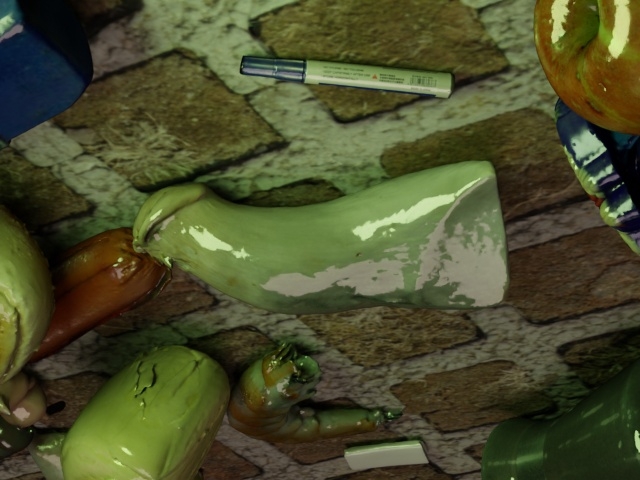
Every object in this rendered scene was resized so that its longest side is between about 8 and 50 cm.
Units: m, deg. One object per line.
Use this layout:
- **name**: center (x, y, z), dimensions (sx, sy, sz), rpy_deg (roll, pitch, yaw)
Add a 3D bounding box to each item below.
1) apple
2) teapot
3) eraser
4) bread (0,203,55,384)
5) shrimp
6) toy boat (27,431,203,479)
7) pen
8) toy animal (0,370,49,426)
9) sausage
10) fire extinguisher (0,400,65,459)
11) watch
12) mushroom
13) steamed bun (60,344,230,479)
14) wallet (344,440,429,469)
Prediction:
- **apple**: center (0.278, -0.179, 1.091), dimensions (0.196, 0.196, 0.196), rpy_deg (0, 148, 0)
- **teapot**: center (0.417, 0.288, 1.832), dimensions (0.300, 0.253, 0.344), rpy_deg (-15, 172, -43)
- **eraser**: center (-0.369, -0.116, 1.199), dimensions (0.332, 0.102, 0.155), rpy_deg (-26, 151, 10)
- **bread**: center (-0.436, 0.038, 1.460), dimensions (0.305, 0.159, 0.305), rpy_deg (3, 138, 3)
- **shrimp**: center (-0.030, 0.236, 1.872), dimensions (0.185, 0.068, 0.287), rpy_deg (-22, 142, 25)
- **toy boat**: center (-0.319, 0.398, 2.115), dimensions (0.276, 0.111, 0.293), rpy_deg (-1, 139, -12)
- **pen**: center (0.025, -0.156, 1.284), dimensions (0.204, 0.025, 0.025), rpy_deg (5, 148, -6)
- **toy animal**: center (-0.419, 0.211, 1.827), dimensions (0.083, 0.089, 0.150), rpy_deg (-20, 152, 24)
- **sausage**: center (-0.299, 0.066, 1.579), dimensions (0.102, 0.102, 0.330), rpy_deg (28, 140, -37)
- **fire extinguisher**: center (-0.480, 0.288, 1.971), dimensions (0.267, 0.072, 0.089), rpy_deg (-27, 174, 36)
- **watch**: center (0.335, -0.102, 1.259), dimensions (0.200, 0.171, 0.196), rpy_deg (-31, 150, 24)
- **mushroom**: center (-0.001, 0.000, 1.446), dimensions (0.397, 0.126, 0.177), rpy_deg (-6, 128, 10)
- **steamed bun**: center (-0.230, 0.252, 1.774), dimensions (0.166, 0.232, 0.273), rpy_deg (26, 151, 4)
- **wallet**: center (0.100, 0.325, 2.059), dimensions (0.122, 0.025, 0.061), rpy_deg (-8, 149, 14)
